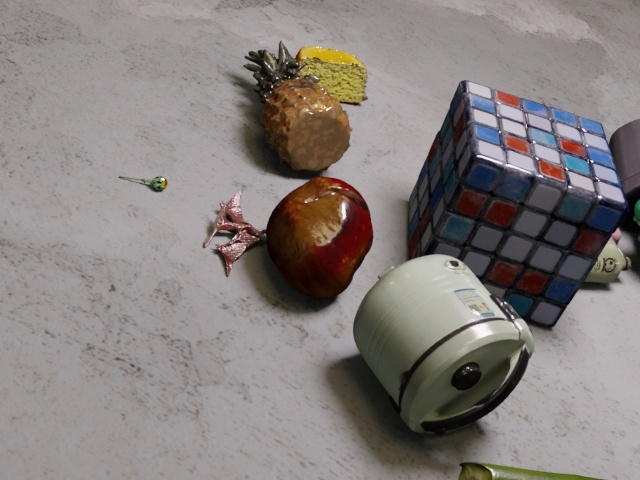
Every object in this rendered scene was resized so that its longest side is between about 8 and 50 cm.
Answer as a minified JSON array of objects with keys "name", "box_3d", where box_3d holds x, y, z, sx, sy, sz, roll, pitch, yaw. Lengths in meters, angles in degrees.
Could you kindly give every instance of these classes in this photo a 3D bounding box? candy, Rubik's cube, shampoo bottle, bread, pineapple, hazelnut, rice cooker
[{"name":"candy","box_3d":[-0.303,-0.102,1.784,0.083,0.025,0.023,7,9,-7]},{"name":"Rubik's cube","box_3d":[0.334,-0.069,1.851,0.293,0.292,0.287,19,34,-9]},{"name":"shampoo bottle","box_3d":[0.523,0.042,1.991,0.162,0.079,0.079,4,39,-25]},{"name":"bread","box_3d":[0.018,-0.351,2.216,0.187,0.103,0.065,6,36,-15]},{"name":"pineapple","box_3d":[-0.062,-0.273,2.043,0.169,0.169,0.340,2,34,-27]},{"name":"hazelnut","box_3d":[0.000,0.000,1.702,0.178,0.178,0.204,12,41,-15]},{"name":"rice cooker","box_3d":[0.183,0.157,1.537,0.226,0.226,0.244,-4,39,-32]}]

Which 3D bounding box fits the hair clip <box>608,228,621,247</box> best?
[{"name":"hair clip","box_3d":[0.509,-0.065,2.140,0.257,0.075,0.146,37,33,13]}]

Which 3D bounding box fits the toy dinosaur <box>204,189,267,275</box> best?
[{"name":"toy dinosaur","box_3d":[-0.135,-0.016,1.749,0.108,0.032,0.220,17,37,-13]}]

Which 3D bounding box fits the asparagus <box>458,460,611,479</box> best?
[{"name":"asparagus","box_3d":[0.329,0.358,1.482,0.277,0.060,0.067,10,47,-17]}]

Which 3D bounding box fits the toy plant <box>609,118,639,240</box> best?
[{"name":"toy plant","box_3d":[0.693,-0.061,2.126,0.185,0.279,0.400,-11,56,14]}]
